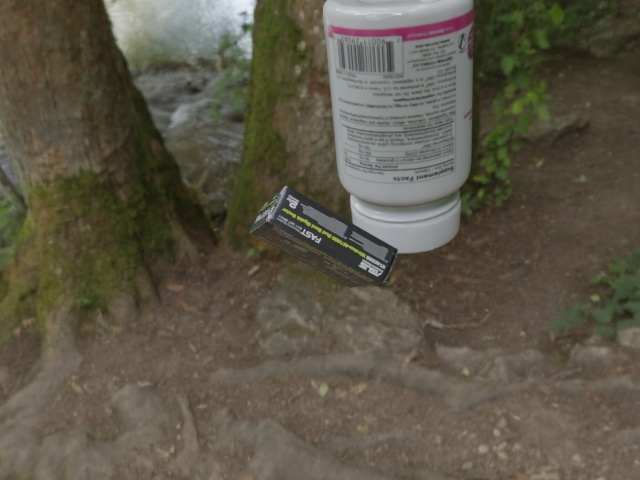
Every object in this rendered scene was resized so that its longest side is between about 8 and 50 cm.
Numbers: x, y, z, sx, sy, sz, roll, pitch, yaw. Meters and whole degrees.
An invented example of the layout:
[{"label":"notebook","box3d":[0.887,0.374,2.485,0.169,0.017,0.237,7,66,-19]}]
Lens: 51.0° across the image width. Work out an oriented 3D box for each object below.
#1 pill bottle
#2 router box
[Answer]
[{"label":"pill bottle","box3d":[0.094,-0.138,0.775,0.160,0.283,0.160,-5,30,3]},{"label":"router box","box3d":[0.000,0.000,0.633,0.122,0.092,0.038,29,78,-12]}]
